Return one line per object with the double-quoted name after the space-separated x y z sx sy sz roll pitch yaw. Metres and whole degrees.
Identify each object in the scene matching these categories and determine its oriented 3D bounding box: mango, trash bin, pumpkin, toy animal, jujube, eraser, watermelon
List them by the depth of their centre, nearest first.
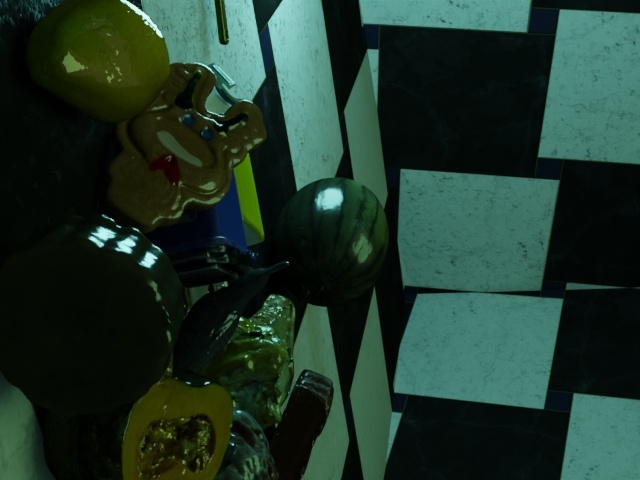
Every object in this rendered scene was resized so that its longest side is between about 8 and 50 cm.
-0.301 -0.250 1.383 0.317 0.119 0.176 -20 110 -68 "mango"
-0.241 0.244 1.390 0.317 0.139 0.221 18 76 -64 "pumpkin"
-0.160 0.410 1.646 0.317 0.226 0.226 80 14 -48 "jujube"
-0.206 0.160 1.653 0.081 0.367 0.206 44 -11 -17 "toy animal"
-0.204 -0.046 1.681 0.184 0.163 0.234 36 45 -68 "trash bin"
-0.171 -0.107 1.919 0.158 0.069 0.226 54 23 -70 "eraser"
0.024 0.009 2.404 0.359 0.279 0.278 -76 159 -49 "watermelon"

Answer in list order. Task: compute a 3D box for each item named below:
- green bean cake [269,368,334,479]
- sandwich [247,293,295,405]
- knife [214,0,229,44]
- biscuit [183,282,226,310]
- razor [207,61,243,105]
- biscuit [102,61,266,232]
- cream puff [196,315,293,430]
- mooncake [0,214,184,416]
-0.048 0.419 2.238 0.198 0.097 0.232 -62 175 -72 "green bean cake"
-0.120 0.251 2.140 0.251 0.087 0.226 -40 129 -72 "sandwich"
-0.213 -0.563 2.013 0.061 0.027 0.342 -31 115 -72 "knife"
-0.216 0.057 1.843 0.208 0.049 0.181 -79 161 -51 "biscuit"
-0.187 -0.303 2.067 0.068 0.037 0.191 47 -1 14 "razor"
-0.216 -0.145 1.564 0.047 0.202 0.333 -39 -167 51 "biscuit"
-0.154 0.239 1.833 0.194 0.195 0.220 -71 173 -59 "cream puff"
-0.275 0.084 1.187 0.124 0.228 0.228 -74 159 -70 "mooncake"
